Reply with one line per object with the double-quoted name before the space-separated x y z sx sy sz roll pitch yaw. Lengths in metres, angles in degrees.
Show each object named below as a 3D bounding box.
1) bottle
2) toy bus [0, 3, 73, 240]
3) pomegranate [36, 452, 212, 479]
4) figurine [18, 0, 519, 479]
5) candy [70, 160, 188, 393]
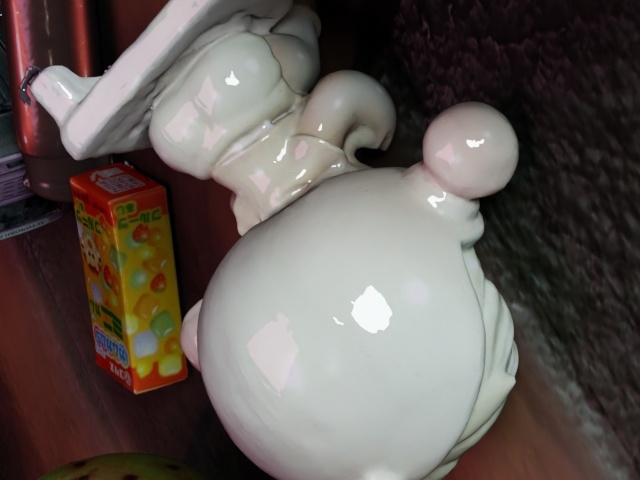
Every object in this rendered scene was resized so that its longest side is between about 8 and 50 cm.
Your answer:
"bottle" -0.152 -0.102 1.040 0.060 0.060 0.164 34 132 53
"toy bus" -0.232 -0.098 1.155 0.199 0.096 0.108 54 151 31
"pomegranate" -0.099 0.225 0.997 0.179 0.179 0.210 27 147 56
"figurine" -0.001 -0.003 0.724 0.257 0.182 0.144 59 -168 16
"candy" -0.111 0.021 1.042 0.062 0.038 0.122 27 127 56
